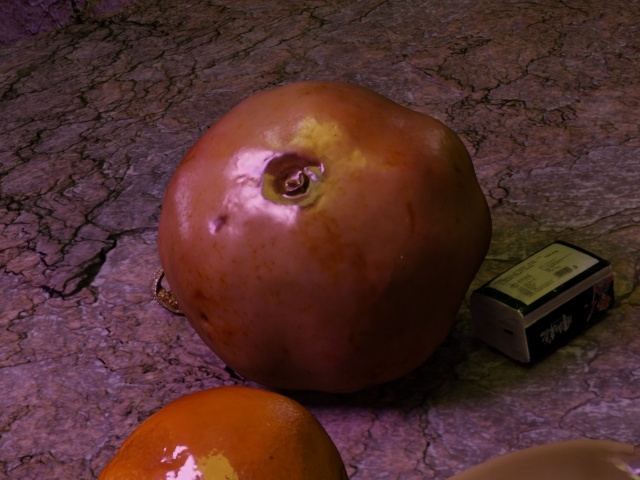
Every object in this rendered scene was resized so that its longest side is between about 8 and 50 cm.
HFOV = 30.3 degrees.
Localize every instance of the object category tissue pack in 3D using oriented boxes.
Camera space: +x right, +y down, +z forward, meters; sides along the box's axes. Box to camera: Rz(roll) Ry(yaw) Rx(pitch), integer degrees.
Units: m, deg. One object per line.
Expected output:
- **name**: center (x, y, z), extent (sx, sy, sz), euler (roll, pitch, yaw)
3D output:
- **tissue pack**: center (0.286, 0.076, 1.522), extent (0.170, 0.090, 0.103), euler (-25, 33, -31)

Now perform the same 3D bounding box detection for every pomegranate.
- **pomegranate**: center (0.000, 0.000, 1.470), extent (0.412, 0.411, 0.411), euler (-6, 29, 4)

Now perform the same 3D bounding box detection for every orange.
- **orange**: center (-0.081, 0.266, 1.108), extent (0.261, 0.261, 0.261), euler (-6, 29, 4)

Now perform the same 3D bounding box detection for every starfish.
- **starfish**: center (-0.143, 0.061, 1.678), extent (0.190, 0.074, 0.146), euler (18, 40, 39)

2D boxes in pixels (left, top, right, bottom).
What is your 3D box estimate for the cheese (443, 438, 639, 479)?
- **cheese**: center (0.201, 0.301, 1.118), extent (0.316, 0.128, 0.259), euler (-8, 21, -12)
